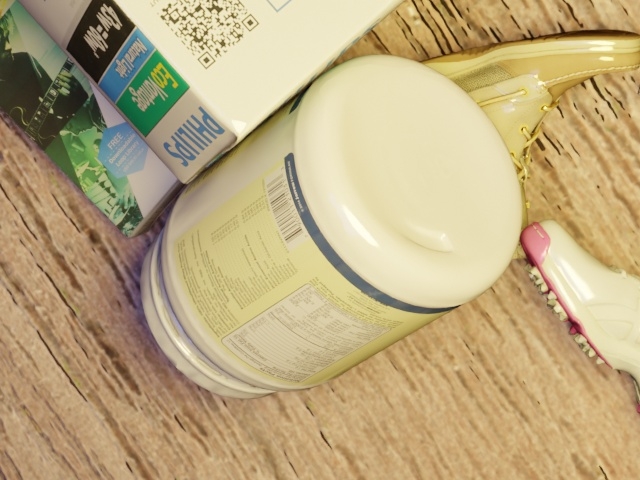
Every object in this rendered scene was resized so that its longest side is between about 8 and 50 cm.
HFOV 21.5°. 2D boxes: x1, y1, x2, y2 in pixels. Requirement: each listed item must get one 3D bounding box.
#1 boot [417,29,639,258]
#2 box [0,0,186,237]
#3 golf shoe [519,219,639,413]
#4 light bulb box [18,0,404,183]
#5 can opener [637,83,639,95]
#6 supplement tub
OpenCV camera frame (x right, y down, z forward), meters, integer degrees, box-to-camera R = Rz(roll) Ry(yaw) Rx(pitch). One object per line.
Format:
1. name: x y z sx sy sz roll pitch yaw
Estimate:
1. boot: 0.190 -0.086 1.584 0.262 0.095 0.203 -10 93 25
2. box: -0.226 -0.196 1.724 0.322 0.058 0.232 45 107 9
3. golf shoe: 0.311 0.079 1.561 0.140 0.115 0.306 -41 101 5
4. light bulb box: -0.088 -0.305 1.432 0.358 0.225 0.361 -42 95 -17
5. can opener: 0.428 -0.125 1.519 0.283 0.076 0.095 14 102 14
6. supplement tub: 0.000 0.000 1.538 0.325 0.235 0.235 -34 86 47
